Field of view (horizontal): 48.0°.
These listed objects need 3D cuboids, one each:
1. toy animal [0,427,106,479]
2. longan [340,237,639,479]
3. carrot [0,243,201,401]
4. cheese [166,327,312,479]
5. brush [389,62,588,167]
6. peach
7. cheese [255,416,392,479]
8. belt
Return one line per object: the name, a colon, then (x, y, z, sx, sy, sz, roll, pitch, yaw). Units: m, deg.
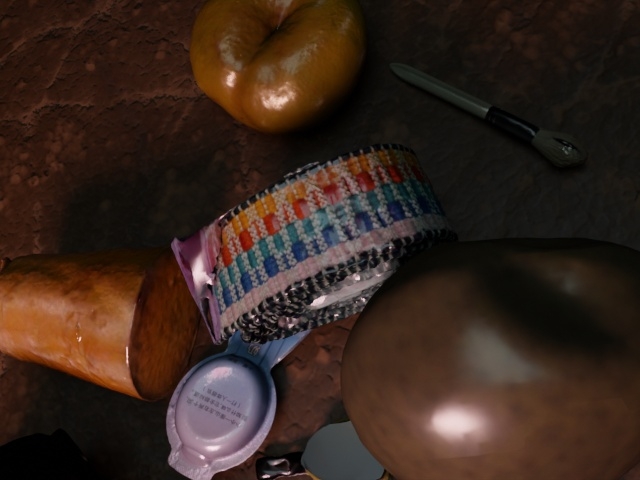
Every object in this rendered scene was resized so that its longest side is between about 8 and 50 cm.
toy animal: (-0.304, 0.393, 0.780, 0.251, 0.251, 0.310, -40, 71, 0)
longan: (0.194, 0.124, 0.709, 0.350, 0.288, 0.288, -12, 68, -2)
carrot: (-0.297, 0.087, 0.910, 0.254, 0.196, 0.195, 6, 73, 17)
cheese: (-0.106, 0.179, 0.895, 0.135, 0.052, 0.244, 21, 69, 18)
brush: (0.209, -0.172, 0.936, 0.299, 0.039, 0.042, 33, 40, 23)
peach: (-0.053, -0.268, 0.986, 0.251, 0.153, 0.251, -3, 78, 14)
cheese: (0.000, 0.259, 0.848, 0.163, 0.036, 0.086, -14, 71, 11)
belt: (0.000, 0.000, 0.849, 0.295, 0.207, 0.160, -26, 70, 14)
